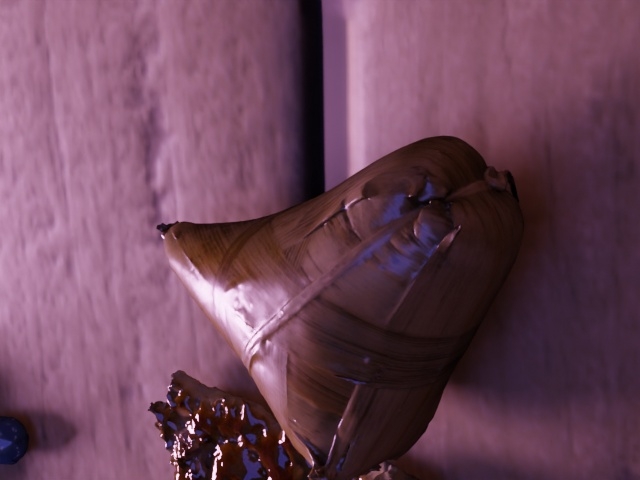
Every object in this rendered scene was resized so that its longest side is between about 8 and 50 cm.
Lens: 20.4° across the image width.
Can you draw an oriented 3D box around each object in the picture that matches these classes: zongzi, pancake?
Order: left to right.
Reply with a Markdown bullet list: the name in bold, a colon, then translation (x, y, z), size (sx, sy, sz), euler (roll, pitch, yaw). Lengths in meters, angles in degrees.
- **pancake**: translation (-0.037, 0.193, 1.021), size (0.244, 0.057, 0.266), euler (51, 129, 15)
- **zongzi**: translation (0.000, 0.000, 0.910), size (0.197, 0.099, 0.194), euler (48, 128, 26)

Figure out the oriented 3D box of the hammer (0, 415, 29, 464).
- **hammer**: translation (-0.274, 0.137, 1.194), size (0.194, 0.069, 0.116), euler (-8, 99, 32)
